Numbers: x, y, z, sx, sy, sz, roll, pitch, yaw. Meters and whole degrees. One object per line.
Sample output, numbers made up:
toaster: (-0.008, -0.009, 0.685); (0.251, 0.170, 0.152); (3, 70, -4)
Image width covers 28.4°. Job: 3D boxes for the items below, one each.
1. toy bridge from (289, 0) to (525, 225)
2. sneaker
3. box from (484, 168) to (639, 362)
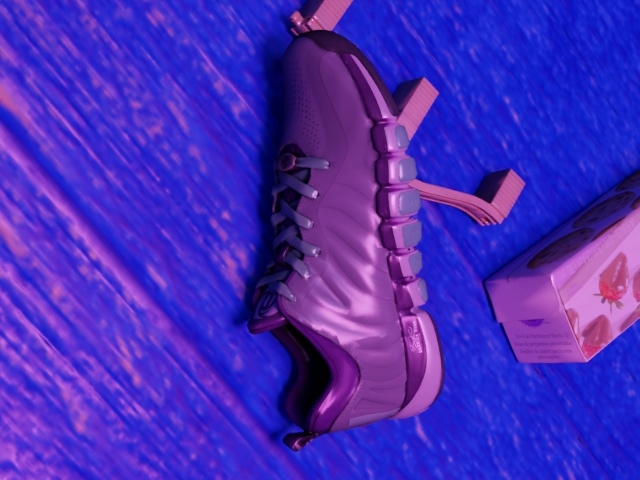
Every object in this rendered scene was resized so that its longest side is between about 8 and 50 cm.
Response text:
toy bridge: (0.046, -0.070, 0.757); (0.188, 0.026, 0.063); (43, 65, -24)
sneaker: (0.000, 0.000, 0.687); (0.098, 0.083, 0.223); (-17, 96, -30)
box: (0.244, -0.020, 0.869); (0.324, 0.067, 0.063); (-32, 104, -32)
